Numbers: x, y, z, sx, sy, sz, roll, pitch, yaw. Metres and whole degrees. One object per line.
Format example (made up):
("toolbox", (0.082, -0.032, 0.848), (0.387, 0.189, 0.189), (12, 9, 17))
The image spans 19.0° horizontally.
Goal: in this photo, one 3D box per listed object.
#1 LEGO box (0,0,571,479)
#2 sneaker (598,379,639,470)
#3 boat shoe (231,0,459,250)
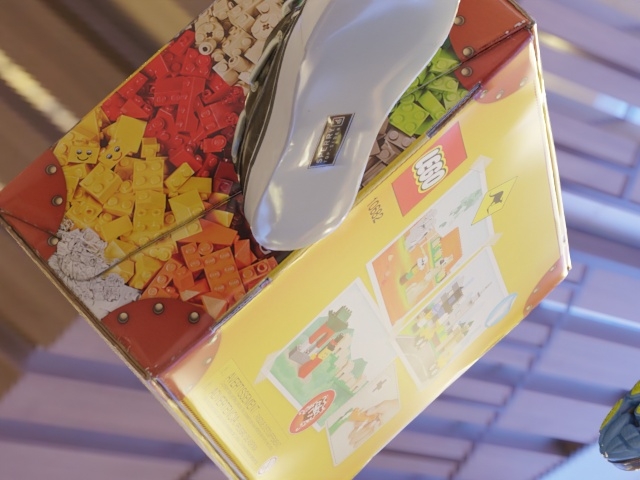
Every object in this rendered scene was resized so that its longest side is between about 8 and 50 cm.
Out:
("LEGO box", (0.000, 0.000, 1.561), (0.372, 0.500, 0.193), (-42, -112, -8))
("sneaker", (0.247, 0.102, 1.072), (0.188, 0.078, 0.067), (-16, -148, 19))
("boat shoe", (0.001, -0.090, 0.963), (0.070, 0.078, 0.219), (65, -37, 34))
